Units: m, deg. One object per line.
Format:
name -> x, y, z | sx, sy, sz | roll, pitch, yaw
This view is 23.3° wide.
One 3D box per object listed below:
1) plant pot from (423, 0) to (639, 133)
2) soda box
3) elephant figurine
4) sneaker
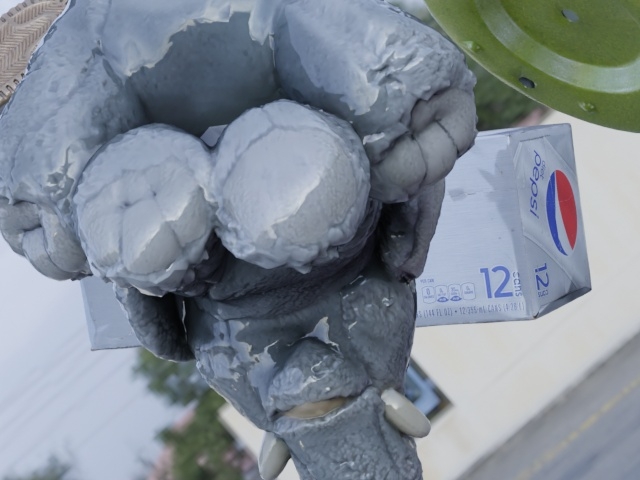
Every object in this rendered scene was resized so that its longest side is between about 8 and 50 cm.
plant pot -> 0.242, -0.276, 1.054 | 0.353, 0.366, 0.366 | -59, 3, -18
soda box -> 0.000, 0.000, 0.869 | 0.286, 0.098, 0.091 | -7, 4, 30
elephant figurine -> -0.016, 0.005, 0.579 | 0.186, 0.169, 0.239 | -59, -29, -20
sneaker -> -0.317, -0.093, 1.405 | 0.282, 0.099, 0.153 | -37, -23, -14
